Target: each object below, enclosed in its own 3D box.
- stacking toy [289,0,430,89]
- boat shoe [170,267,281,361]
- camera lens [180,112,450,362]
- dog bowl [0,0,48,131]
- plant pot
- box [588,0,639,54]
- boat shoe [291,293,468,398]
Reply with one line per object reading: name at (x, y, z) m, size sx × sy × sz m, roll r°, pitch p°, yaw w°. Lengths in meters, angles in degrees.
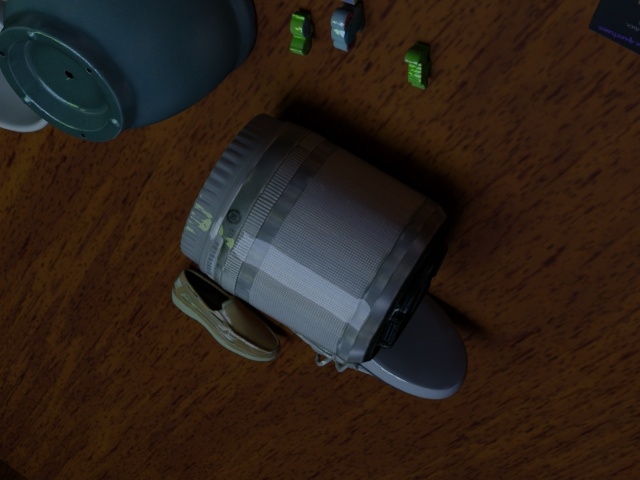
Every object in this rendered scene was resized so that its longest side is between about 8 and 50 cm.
stacking toy at (0.025, -0.252, 1.660) m, size 0.167 × 0.052 × 0.221 m, roll 20°, pitch 148°, yaw 24°
boat shoe at (-0.137, 0.108, 2.335) m, size 0.190 × 0.068 × 0.072 m, roll 31°, pitch 139°, yaw 6°
camera lens at (0.000, 0.000, 1.879) m, size 0.274 × 0.219 × 0.219 m, roll 30°, pitch 150°, yaw 7°
dog bowl at (-0.422, -0.268, 2.022) m, size 0.265 × 0.104 × 0.265 m, roll 27°, pitch 150°, yaw 17°
plant pot at (-0.246, -0.238, 1.805) m, size 0.293 × 0.196 × 0.293 m, roll 25°, pitch 149°, yaw 16°
box at (0.334, -0.265, 1.219) m, size 0.143 × 0.165 × 0.270 m, roll 29°, pitch 150°, yaw 8°
boat shoe at (0.027, 0.111, 2.101) m, size 0.367 × 0.136 × 0.156 m, roll 31°, pitch 150°, yaw 12°
